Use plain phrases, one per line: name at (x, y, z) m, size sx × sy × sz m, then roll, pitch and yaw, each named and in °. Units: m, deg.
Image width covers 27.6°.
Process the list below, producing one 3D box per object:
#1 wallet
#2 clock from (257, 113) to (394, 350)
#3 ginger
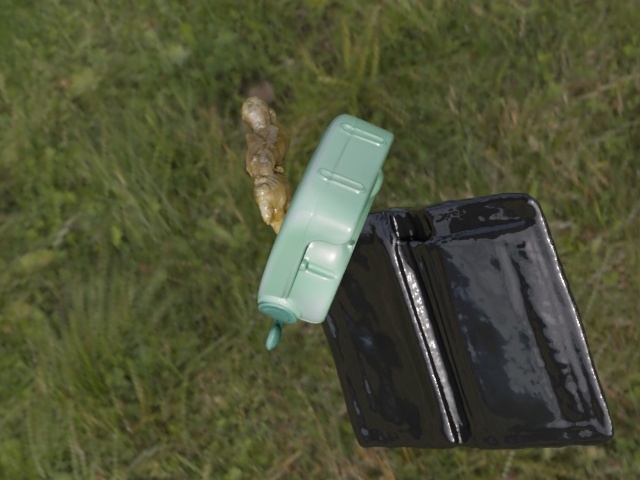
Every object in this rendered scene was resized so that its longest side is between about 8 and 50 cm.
wallet at (0.111, 0.079, 1.219) m, size 0.323 × 0.247 × 0.041 m, roll -11°, pitch 9°, yaw 46°
clock at (-0.001, 0.000, 1.064) m, size 0.060 × 0.188 × 0.148 m, roll 22°, pitch 42°, yaw 1°
ginger at (-0.062, -0.092, 1.732) m, size 0.053 × 0.193 × 0.176 m, roll -24°, pitch 13°, yaw 14°
